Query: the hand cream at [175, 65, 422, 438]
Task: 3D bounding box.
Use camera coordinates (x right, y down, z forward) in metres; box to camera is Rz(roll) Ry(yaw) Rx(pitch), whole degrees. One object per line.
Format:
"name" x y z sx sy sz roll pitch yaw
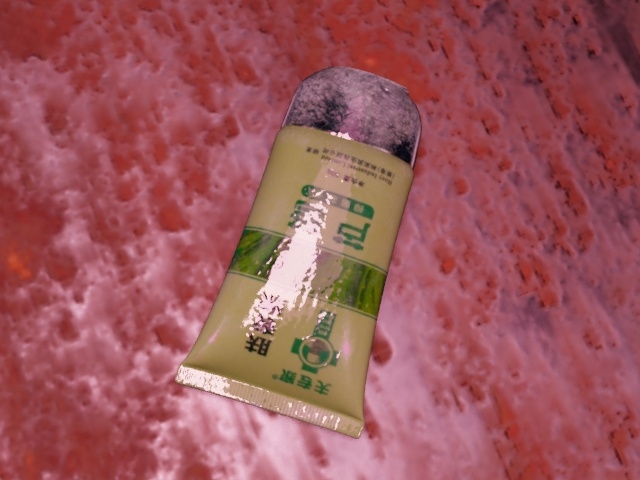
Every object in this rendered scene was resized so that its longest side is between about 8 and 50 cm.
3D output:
"hand cream" 0.000 0.000 0.494 0.095 0.046 0.175 18 77 -6
